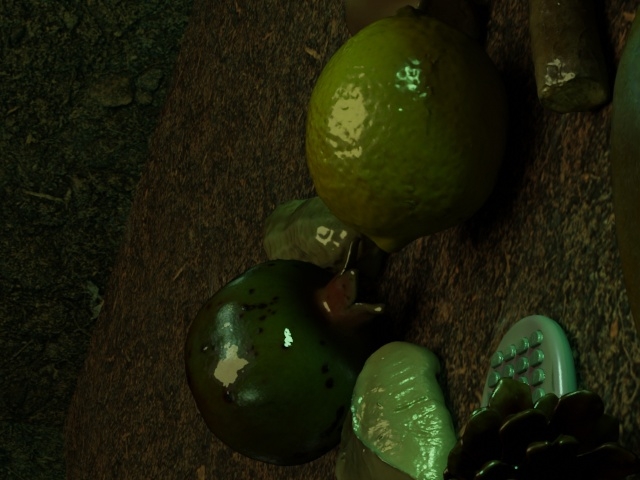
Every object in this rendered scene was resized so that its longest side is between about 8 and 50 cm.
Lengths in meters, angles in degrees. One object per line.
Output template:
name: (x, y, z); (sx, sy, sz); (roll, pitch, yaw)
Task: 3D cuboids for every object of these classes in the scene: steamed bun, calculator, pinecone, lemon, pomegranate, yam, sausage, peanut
steamed bun: (0.079, 0.232, 1.737); (0.231, 0.110, 0.212); (141, 137, -58)
calculator: (0.213, 0.223, 1.464); (0.185, 0.041, 0.298); (137, 142, -60)
pinecone: (0.201, 0.242, 1.242); (0.201, 0.203, 0.228); (149, 131, -86)
lemon: (0.103, -0.130, 1.669); (0.267, 0.267, 0.267); (-169, 90, -71)
pomegranate: (-0.015, 0.145, 1.893); (0.323, 0.291, 0.290); (-30, 36, 10)
yam: (0.262, -0.294, 1.561); (0.081, 0.081, 0.356); (126, 150, -50)
sausage: (0.125, -0.292, 1.872); (0.253, 0.123, 0.123); (-136, 59, -65)
peanut: (0.000, 0.000, 2.071); (0.298, 0.120, 0.136); (172, 84, -69)

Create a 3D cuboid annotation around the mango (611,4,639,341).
mango: (0.321, -0.050, 1.068); (0.221, 0.199, 0.384); (151, 128, -64)
